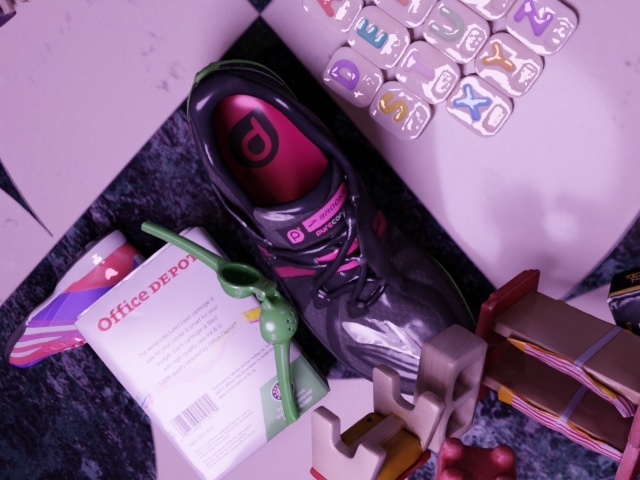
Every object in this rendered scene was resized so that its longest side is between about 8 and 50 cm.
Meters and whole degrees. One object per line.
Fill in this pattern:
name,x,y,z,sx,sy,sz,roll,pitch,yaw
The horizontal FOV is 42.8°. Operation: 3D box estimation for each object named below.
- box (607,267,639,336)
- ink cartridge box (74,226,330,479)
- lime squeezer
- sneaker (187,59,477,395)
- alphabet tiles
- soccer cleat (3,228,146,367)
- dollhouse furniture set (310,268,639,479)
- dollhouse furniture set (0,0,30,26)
box,0.489,0.155,0.875,0.257,0.079,0.321,-18,102,30
ink cartridge box,-0.152,0.147,1.082,0.201,0.117,0.278,-39,92,-1
lime squeezer,-0.091,0.076,0.990,0.310,0.059,0.110,53,142,-2
sneaker,0.000,0.000,0.939,0.185,0.202,0.483,-42,92,7
alphabet tiles,0.124,-0.253,0.905,0.278,0.021,0.284,38,120,6
soccer cleat,-0.363,0.116,1.218,0.116,0.108,0.318,46,118,-3
dollhouse furniture set,0.185,0.187,0.796,0.201,0.374,0.152,28,128,35
dollhouse furniture set,-0.458,-0.335,1.075,0.091,0.114,0.081,-24,95,32
